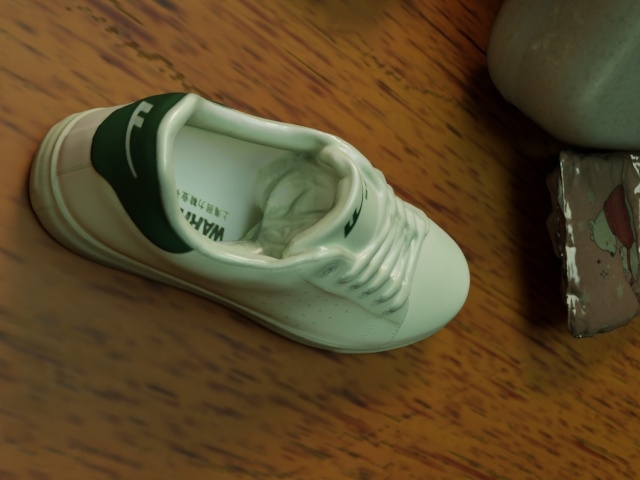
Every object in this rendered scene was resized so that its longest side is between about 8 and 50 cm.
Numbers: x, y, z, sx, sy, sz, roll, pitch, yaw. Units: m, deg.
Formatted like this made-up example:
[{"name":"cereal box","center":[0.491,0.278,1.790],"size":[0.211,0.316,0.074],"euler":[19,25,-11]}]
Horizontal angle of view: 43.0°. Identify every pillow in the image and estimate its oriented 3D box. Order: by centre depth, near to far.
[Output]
[{"name":"pillow","center":[0.242,-0.007,0.633],"size":[0.248,0.049,0.135],"euler":[-9,92,-43]}]

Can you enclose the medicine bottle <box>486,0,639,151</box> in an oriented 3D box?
[{"name":"medicine bottle","center":[0.276,-0.225,0.505],"size":[0.282,0.375,0.123],"euler":[-6,45,-39]}]

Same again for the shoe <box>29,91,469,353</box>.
[{"name":"shoe","center":[0.000,0.000,0.399],"size":[0.264,0.110,0.095],"euler":[16,74,-34]}]
